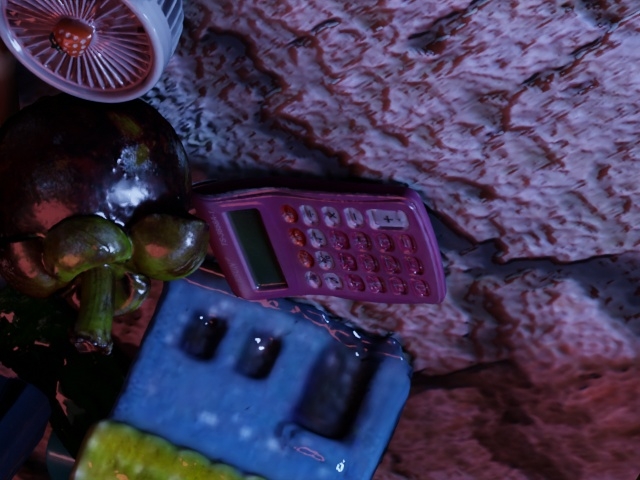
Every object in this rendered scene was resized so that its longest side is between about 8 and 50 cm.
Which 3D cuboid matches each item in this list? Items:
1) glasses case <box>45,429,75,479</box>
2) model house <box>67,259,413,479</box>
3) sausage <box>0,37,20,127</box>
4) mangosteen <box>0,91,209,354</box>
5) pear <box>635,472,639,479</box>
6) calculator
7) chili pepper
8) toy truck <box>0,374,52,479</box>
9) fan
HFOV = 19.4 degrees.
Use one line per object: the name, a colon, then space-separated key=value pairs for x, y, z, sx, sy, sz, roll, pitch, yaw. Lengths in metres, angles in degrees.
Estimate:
glasses case: x=-0.109 y=0.245 z=1.766 sx=0.301 sy=0.070 sz=0.117 roll=14 pitch=143 yaw=12
model house: x=-0.086 y=0.213 z=1.531 sx=0.237 sy=0.303 sz=0.215 roll=22 pitch=150 yaw=3
sausage: x=-0.266 y=-0.159 z=1.342 sx=0.086 sy=0.086 sz=0.289 roll=17 pitch=142 yaw=11
mangosteen: x=-0.163 y=-0.025 z=1.372 sx=0.184 sy=0.172 sz=0.172 roll=42 pitch=147 yaw=17
pear: x=0.329 y=0.222 z=1.369 sx=0.212 sy=0.212 sz=0.269 roll=37 pitch=134 yaw=-16
calculator: x=0.000 y=0.000 z=1.431 sx=0.190 sy=0.034 sz=0.127 roll=2 pitch=137 yaw=20
chili pepper: x=-0.222 y=0.130 z=1.681 sx=0.098 sy=0.061 sz=0.224 roll=-33 pitch=110 yaw=12
toy truck: x=-0.413 y=0.129 z=1.676 sx=0.367 sy=0.146 sz=0.175 roll=22 pitch=150 yaw=26
fan: x=-0.130 y=-0.180 z=1.248 sx=0.130 sy=0.074 sz=0.244 roll=37 pitch=142 yaw=-14
